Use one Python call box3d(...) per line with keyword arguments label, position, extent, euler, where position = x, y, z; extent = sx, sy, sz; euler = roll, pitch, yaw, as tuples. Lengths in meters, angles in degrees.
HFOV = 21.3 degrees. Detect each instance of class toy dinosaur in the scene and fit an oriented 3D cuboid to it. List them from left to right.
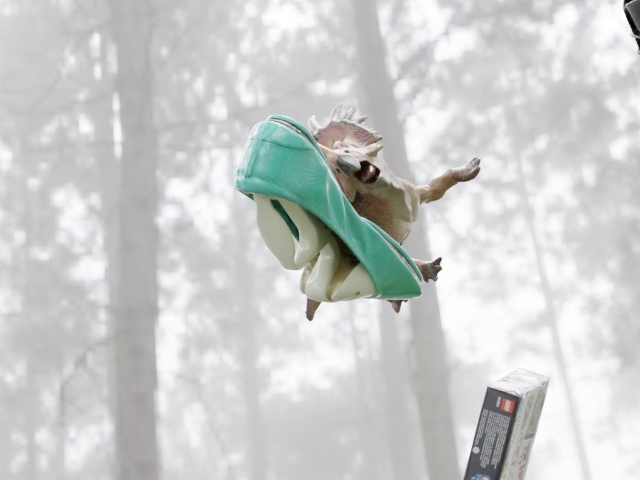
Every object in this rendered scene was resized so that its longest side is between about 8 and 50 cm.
box3d(label="toy dinosaur", position=(0.024, -0.032, 1.708), extent=(0.200, 0.127, 0.296), euler=(23, -35, -19))

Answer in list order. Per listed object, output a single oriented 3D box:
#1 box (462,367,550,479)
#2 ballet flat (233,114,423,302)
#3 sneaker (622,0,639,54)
box3d(label="box", position=(0.174, 0.236, 1.694), extent=(0.036, 0.207, 0.114), euler=(17, 11, 21))
box3d(label="ballet flat", position=(0.000, 0.000, 1.416), extent=(0.083, 0.087, 0.247), euler=(13, -26, 42))
box3d(label="sneaker", position=(0.318, -0.156, 1.569), extent=(0.118, 0.222, 0.083), euler=(27, -22, -15))
